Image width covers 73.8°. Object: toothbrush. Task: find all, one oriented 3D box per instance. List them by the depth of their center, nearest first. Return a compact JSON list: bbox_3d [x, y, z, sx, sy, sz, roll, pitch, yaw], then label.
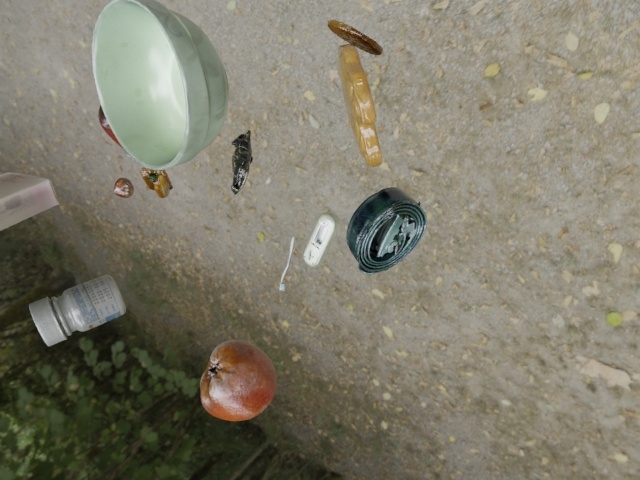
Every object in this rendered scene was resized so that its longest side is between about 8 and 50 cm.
[{"bbox_3d":[-0.095,0.064,1.214,0.017,0.014,0.162,12,94,9],"label":"toothbrush"}]

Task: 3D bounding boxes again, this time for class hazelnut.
[{"bbox_3d":[-0.831,-0.220,1.803,0.086,0.086,0.086,21,134,23],"label":"hazelnut"}]

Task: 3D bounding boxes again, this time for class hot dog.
[{"bbox_3d":[-0.427,-0.158,1.122,0.072,0.055,0.188,43,165,-8],"label":"hot dog"}]

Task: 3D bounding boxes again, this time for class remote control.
[{"bbox_3d":[0.000,0.000,1.464,0.078,0.042,0.221,39,120,23],"label":"remote control"}]

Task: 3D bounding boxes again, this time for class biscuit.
[{"bbox_3d":[0.103,-0.387,1.214,0.057,0.351,0.312,-15,155,4],"label":"biscuit"},{"bbox_3d":[0.104,-0.612,1.291,0.188,0.188,0.027,32,108,12],"label":"biscuit"}]

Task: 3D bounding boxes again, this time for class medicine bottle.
[{"bbox_3d":[-0.534,0.152,0.947,0.105,0.168,0.105,37,139,41],"label":"medicine bottle"}]

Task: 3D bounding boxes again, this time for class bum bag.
[{"bbox_3d":[-0.273,-0.281,1.481,0.102,0.248,0.069,-23,150,30],"label":"bum bag"}]

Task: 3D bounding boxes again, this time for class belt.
[{"bbox_3d":[0.178,-0.022,1.222,0.267,0.207,0.116,-57,38,20],"label":"belt"}]

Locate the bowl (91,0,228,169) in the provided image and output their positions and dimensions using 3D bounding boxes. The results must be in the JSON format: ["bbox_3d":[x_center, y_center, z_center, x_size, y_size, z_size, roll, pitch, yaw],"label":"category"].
[{"bbox_3d":[-0.298,-0.306,0.843,0.307,0.163,0.307,21,125,34],"label":"bowl"}]

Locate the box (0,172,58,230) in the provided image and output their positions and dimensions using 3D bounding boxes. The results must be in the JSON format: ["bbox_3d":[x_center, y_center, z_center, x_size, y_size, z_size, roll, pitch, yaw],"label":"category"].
[{"bbox_3d":[-1.010,-0.121,1.333,0.203,0.251,0.106,9,122,20],"label":"box"}]

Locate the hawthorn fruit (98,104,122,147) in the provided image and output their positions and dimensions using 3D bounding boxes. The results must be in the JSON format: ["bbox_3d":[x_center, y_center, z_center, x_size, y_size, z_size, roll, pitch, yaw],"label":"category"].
[{"bbox_3d":[-0.496,-0.336,1.206,0.215,0.215,0.249,13,152,30],"label":"hawthorn fruit"}]

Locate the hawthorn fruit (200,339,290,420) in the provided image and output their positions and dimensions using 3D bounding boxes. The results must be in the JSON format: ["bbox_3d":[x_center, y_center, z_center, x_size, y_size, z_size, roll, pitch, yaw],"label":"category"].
[{"bbox_3d":[-0.244,0.438,1.301,0.263,0.235,0.231,36,148,6],"label":"hawthorn fruit"}]
